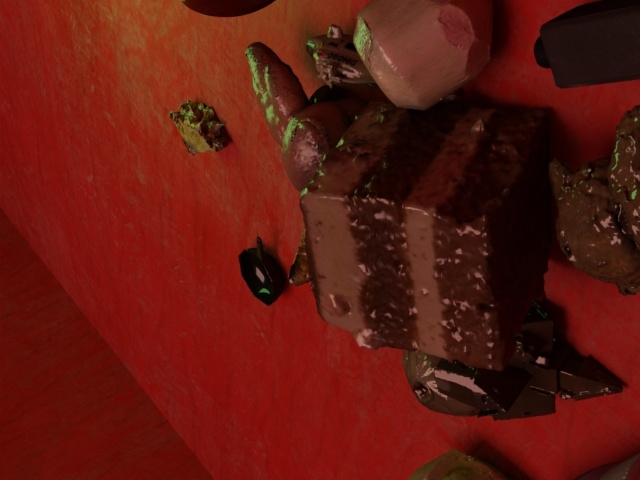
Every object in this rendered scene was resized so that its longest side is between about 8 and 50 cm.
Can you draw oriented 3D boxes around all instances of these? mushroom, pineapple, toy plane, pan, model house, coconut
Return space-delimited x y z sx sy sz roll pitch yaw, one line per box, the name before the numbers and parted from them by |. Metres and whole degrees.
mushroom | 0.008 -0.190 1.643 0.088 0.072 0.130 45 150 34
pineapple | -0.245 -0.216 2.048 0.137 0.069 0.116 46 149 21
toy plane | 0.086 -0.242 1.443 0.286 0.108 0.092 24 137 30
pan | -0.109 0.061 2.116 0.128 0.048 0.202 57 154 2
model house | 0.310 0.193 1.456 0.248 0.176 0.181 13 129 34
coconut | 0.254 0.487 1.767 0.245 0.233 0.233 32 143 29
coconut | 0.140 -0.259 1.269 0.171 0.182 0.171 54 -168 -17

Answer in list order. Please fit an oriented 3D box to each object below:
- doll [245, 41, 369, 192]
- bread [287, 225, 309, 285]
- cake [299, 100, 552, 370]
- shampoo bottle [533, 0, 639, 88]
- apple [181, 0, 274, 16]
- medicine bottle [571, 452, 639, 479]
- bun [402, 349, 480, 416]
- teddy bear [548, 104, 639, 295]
doll | -0.013 -0.198 1.537 0.201 0.156 0.303 70 174 -56
bread | 0.000 0.000 1.731 0.169 0.160 0.140 57 -165 6
cake | 0.143 -0.020 1.320 0.290 0.256 0.282 11 130 26
shampoo bottle | 0.327 -0.217 1.074 0.246 0.080 0.079 3 118 58
apple | -0.138 -0.446 1.504 0.218 0.201 0.218 50 155 34
medicine bottle | 0.418 0.435 1.420 0.219 0.219 0.388 52 153 14
bun | 0.206 0.230 1.684 0.167 0.113 0.173 61 155 -3
teddy bear | 0.369 -0.032 1.110 0.267 0.156 0.256 61 155 -6
